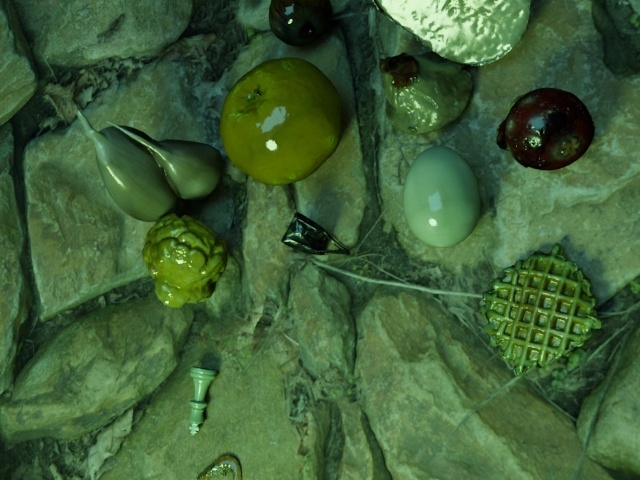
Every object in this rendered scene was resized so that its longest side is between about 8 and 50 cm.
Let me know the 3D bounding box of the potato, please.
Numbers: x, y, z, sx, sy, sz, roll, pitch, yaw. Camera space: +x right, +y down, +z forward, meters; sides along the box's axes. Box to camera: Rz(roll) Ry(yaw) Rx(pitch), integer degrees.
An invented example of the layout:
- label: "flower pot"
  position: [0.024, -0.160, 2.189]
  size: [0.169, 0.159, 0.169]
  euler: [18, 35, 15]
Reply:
- label: "potato"
  position: [0.269, -0.592, 1.659]
  size: [0.397, 0.296, 0.290]
  euler: [28, 128, -3]

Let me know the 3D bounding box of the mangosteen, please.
- label: "mangosteen"
  position: [0.415, -0.213, 1.507]
  size: [0.166, 0.166, 0.180]
  euler: [-51, 30, 6]

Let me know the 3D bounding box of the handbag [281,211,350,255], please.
- label: "handbag"
  position: [0.000, 0.000, 1.693]
  size: [0.139, 0.115, 0.072]
  euler: [21, 86, 13]

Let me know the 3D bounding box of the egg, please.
- label: "egg"
  position: [0.235, -0.087, 1.563]
  size: [0.151, 0.151, 0.209]
  euler: [-12, 63, 24]

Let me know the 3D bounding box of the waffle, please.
- label: "waffle"
  position: [0.399, 0.127, 1.471]
  size: [0.214, 0.054, 0.208]
  euler: [-33, 60, 18]

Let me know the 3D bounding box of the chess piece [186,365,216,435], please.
- label: "chess piece"
  position: [-0.267, 0.351, 1.751]
  size: [0.059, 0.059, 0.149]
  euler: [7, 83, 28]

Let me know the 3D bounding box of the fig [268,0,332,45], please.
- label: "fig"
  position: [-0.057, -0.564, 1.865]
  size: [0.149, 0.149, 0.245]
  euler: [-27, 54, 18]

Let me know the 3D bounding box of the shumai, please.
- label: "shumai"
  position: [0.208, -0.325, 1.660]
  size: [0.201, 0.120, 0.201]
  euler: [-10, 69, 26]

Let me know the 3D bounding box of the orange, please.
- label: "orange"
  position: [-0.081, -0.252, 1.726]
  size: [0.279, 0.235, 0.279]
  euler: [-18, 55, 28]

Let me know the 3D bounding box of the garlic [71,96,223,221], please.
- label: "garlic"
  position: [-0.360, -0.182, 1.784]
  size: [0.231, 0.340, 0.246]
  euler: [-22, 66, 14]

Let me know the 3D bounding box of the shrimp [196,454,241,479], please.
- label: "shrimp"
  position: [-0.216, 0.508, 1.698]
  size: [0.114, 0.023, 0.083]
  euler: [-32, 67, 12]

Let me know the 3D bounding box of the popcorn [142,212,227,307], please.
- label: "popcorn"
  position: [-0.312, 0.049, 1.777]
  size: [0.226, 0.200, 0.203]
  euler: [8, 74, 30]
